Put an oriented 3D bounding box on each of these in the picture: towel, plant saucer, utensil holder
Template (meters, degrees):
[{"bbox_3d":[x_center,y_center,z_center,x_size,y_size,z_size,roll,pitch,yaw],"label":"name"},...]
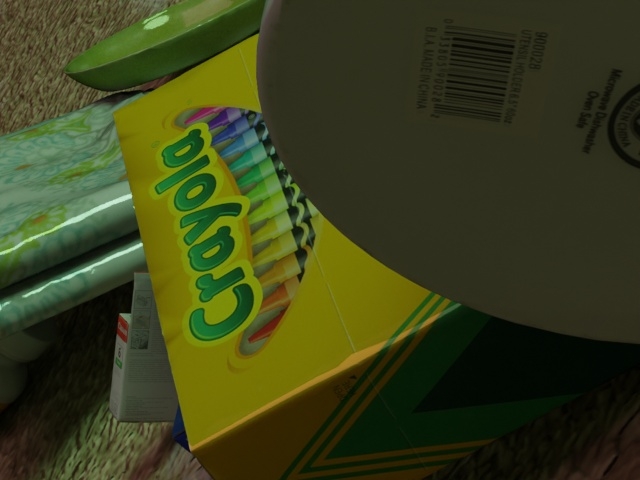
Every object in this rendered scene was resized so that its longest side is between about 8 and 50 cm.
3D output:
[{"bbox_3d":[-0.257,-0.023,1.450,0.374,0.090,0.320,-25,22,-16],"label":"towel"},{"bbox_3d":[-0.134,-0.200,1.632,0.241,0.037,0.241,-23,15,7],"label":"plant saucer"},{"bbox_3d":[0.160,-0.191,0.761,0.327,0.327,0.385,-24,42,41],"label":"utensil holder"}]

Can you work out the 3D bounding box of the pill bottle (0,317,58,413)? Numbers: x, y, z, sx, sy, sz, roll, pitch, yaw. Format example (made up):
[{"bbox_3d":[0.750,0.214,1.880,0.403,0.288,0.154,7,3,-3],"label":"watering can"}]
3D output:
[{"bbox_3d":[-0.340,0.125,1.511,0.208,0.117,0.117,-43,27,14],"label":"pill bottle"}]

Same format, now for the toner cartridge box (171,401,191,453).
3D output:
[{"bbox_3d":[0.000,0.000,1.203,0.165,0.075,0.348,-30,32,29],"label":"toner cartridge box"}]

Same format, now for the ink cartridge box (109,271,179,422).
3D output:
[{"bbox_3d":[-0.118,0.076,1.238,0.029,0.062,0.115,-149,63,-64],"label":"ink cartridge box"}]

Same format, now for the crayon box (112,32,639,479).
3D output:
[{"bbox_3d":[0.050,-0.031,1.012,0.313,0.106,0.363,-28,35,4],"label":"crayon box"}]
